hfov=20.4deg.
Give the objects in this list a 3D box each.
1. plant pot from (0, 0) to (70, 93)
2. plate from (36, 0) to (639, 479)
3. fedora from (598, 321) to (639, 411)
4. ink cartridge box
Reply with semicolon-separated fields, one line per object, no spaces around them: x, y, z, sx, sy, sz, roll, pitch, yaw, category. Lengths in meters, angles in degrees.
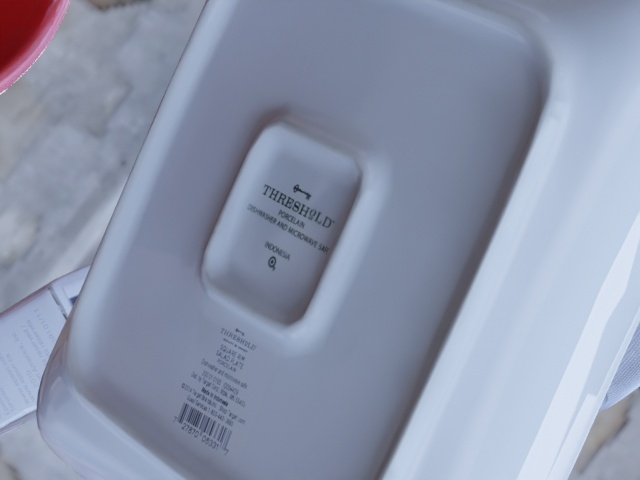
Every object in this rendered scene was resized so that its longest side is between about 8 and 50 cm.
-0.290;-0.165;0.854;0.243;0.275;0.275;-10;-148;39;plant pot
0.000;0.000;0.670;0.277;0.045;0.278;27;-85;47;plate
0.161;0.014;1.243;0.124;0.275;0.244;-37;-155;-29;fedora
-0.126;0.054;1.094;0.307;0.072;0.303;-30;177;43;ink cartridge box
